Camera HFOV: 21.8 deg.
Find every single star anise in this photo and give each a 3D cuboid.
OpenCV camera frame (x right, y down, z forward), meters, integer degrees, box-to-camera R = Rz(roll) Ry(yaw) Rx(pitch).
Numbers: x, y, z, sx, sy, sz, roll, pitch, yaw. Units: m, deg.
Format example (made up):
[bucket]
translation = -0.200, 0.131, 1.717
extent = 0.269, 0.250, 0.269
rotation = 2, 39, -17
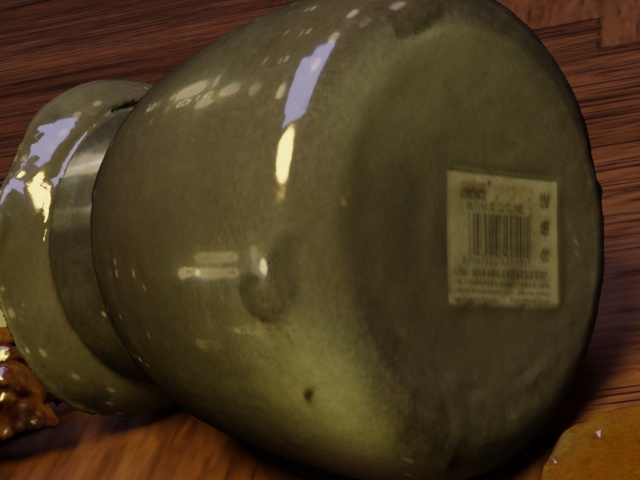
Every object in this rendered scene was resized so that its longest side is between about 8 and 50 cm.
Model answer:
[star anise]
translation = -0.245, 0.093, 0.883
extent = 0.233, 0.073, 0.177
rotation = -13, 11, 23

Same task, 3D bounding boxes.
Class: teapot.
[teapot]
translation = -0.011, -0.019, 0.827
extent = 0.285, 0.223, 0.305
rotation = -3, 25, 43

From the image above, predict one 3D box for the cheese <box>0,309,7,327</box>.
[cheese]
translation = -0.170, 0.044, 0.989
extent = 0.194, 0.043, 0.065
rotation = 0, 24, 30

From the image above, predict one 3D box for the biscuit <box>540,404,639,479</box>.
[biscuit]
translation = 0.189, 0.129, 0.551
extent = 0.301, 0.049, 0.197
rotation = 2, 31, 36
